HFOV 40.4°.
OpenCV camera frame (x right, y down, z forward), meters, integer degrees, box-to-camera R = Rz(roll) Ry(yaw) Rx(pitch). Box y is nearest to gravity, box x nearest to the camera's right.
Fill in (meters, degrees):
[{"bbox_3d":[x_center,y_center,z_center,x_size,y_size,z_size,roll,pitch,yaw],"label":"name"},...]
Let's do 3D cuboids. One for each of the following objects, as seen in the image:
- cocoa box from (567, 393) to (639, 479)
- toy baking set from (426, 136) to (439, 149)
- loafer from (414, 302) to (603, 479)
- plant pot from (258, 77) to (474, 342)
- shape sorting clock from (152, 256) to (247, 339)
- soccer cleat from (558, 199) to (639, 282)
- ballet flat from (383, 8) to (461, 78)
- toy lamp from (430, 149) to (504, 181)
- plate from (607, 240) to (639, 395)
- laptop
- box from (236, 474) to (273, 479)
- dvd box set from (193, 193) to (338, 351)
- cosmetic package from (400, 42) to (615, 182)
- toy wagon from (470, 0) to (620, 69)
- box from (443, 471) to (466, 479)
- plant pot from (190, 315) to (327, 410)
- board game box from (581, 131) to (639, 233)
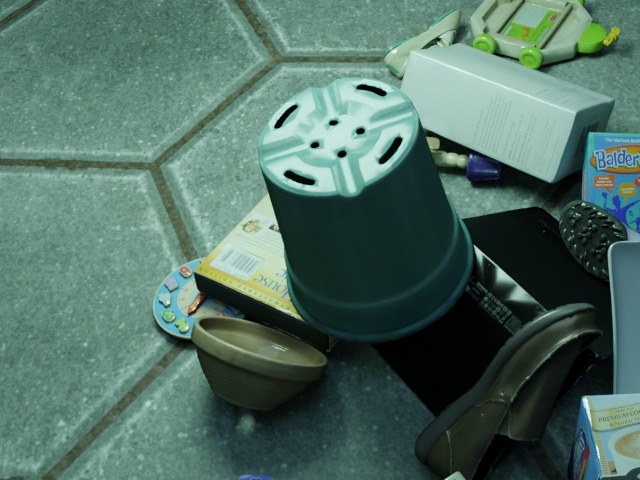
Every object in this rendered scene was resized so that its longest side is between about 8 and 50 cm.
[{"bbox_3d":[0.544,0.358,1.210,0.347,0.231,0.228,-4,48,5],"label":"cocoa box"},{"bbox_3d":[0.120,-0.144,1.768,0.197,0.030,0.256,30,60,23],"label":"toy baking set"},{"bbox_3d":[0.310,0.249,1.334,0.366,0.134,0.130,-50,57,16],"label":"loafer"},{"bbox_3d":[0.062,-0.062,1.431,0.341,0.334,0.341,-9,50,11],"label":"plant pot"},{"bbox_3d":[-0.224,0.106,1.677,0.206,0.040,0.206,-4,49,5],"label":"shape sorting clock"},{"bbox_3d":[0.567,0.040,1.553,0.318,0.108,0.116,41,28,26],"label":"soccer cleat"},{"bbox_3d":[0.262,-0.466,2.084,0.248,0.086,0.086,-34,53,-18],"label":"ballet flat"},{"bbox_3d":[0.246,-0.173,1.823,0.274,0.080,0.080,9,51,19],"label":"toy lamp"},{"bbox_3d":[0.579,0.139,1.395,0.277,0.045,0.278,-1,88,-14],"label":"plate"},{"bbox_3d":[0.352,0.150,1.565,0.408,0.236,0.382,-48,53,6],"label":"laptop"},{"bbox_3d":[-0.112,0.440,1.380,0.081,0.028,0.136,2,47,11],"label":"box"},{"bbox_3d":[0.000,0.000,1.696,0.307,0.062,0.420,21,50,24],"label":"dvd box set"},{"bbox_3d":[0.374,-0.274,1.792,0.385,0.156,0.217,28,30,31],"label":"cosmetic package"},{"bbox_3d":[0.535,-0.504,2.071,0.344,0.068,0.267,23,57,25],"label":"toy wagon"},{"bbox_3d":[0.206,0.476,1.231,0.148,0.127,0.232,-28,51,-15],"label":"box"},{"bbox_3d":[-0.115,0.218,1.484,0.237,0.237,0.110,19,95,23],"label":"plant pot"},{"bbox_3d":[0.576,-0.095,1.635,0.160,0.047,0.210,2,86,2],"label":"board game box"}]
